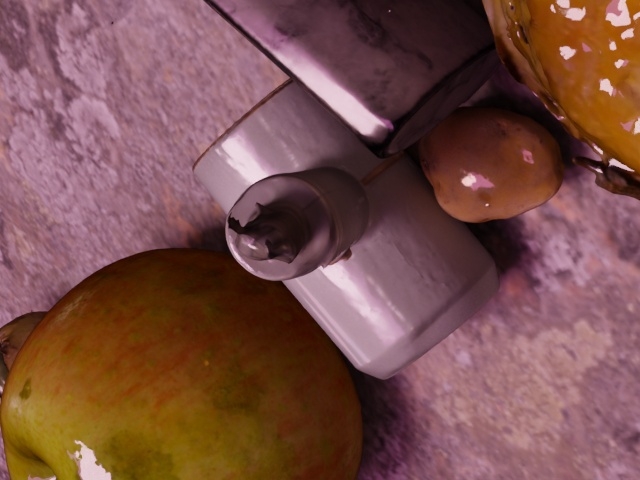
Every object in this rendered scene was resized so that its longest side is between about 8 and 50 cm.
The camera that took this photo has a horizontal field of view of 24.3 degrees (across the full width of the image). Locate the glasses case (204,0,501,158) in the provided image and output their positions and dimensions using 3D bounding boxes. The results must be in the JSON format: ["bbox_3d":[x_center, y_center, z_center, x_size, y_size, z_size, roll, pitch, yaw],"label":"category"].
[{"bbox_3d":[-0.041,-0.171,0.800,0.299,0.114,0.060,43,141,12],"label":"glasses case"}]

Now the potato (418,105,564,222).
[{"bbox_3d":[0.093,-0.042,0.819,0.083,0.062,0.068,-10,136,25],"label":"potato"}]

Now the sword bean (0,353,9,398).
[{"bbox_3d":[-0.230,0.184,1.344,0.269,0.038,0.043,43,147,13],"label":"sword bean"}]

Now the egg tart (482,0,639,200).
[{"bbox_3d":[0.176,-0.106,0.606,0.295,0.116,0.294,18,133,21],"label":"egg tart"}]

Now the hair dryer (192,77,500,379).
[{"bbox_3d":[0.000,0.000,0.752,0.107,0.357,0.173,-41,88,9],"label":"hair dryer"}]

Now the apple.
[{"bbox_3d":[-0.102,0.133,1.019,0.246,0.226,0.246,28,136,31],"label":"apple"}]

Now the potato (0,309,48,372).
[{"bbox_3d":[-0.199,0.103,1.232,0.100,0.089,0.172,61,179,21],"label":"potato"}]
